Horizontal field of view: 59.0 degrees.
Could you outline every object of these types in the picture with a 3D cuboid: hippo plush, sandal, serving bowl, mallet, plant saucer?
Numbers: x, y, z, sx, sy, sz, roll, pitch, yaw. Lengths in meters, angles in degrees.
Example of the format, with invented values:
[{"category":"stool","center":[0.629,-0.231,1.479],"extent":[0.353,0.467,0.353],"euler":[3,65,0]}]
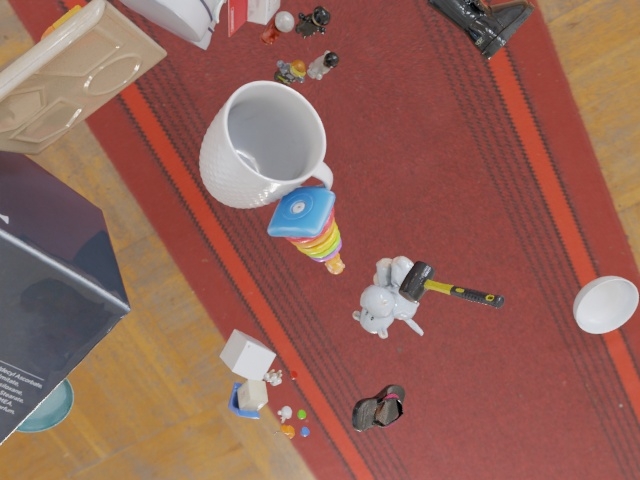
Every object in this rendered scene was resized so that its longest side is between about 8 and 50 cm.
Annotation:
[{"category":"hippo plush","center":[0.213,0.208,1.960],"extent":[0.237,0.234,0.294],"euler":[-24,133,-31]},{"category":"sandal","center":[0.110,0.287,0.954],"extent":[0.040,0.179,0.067],"euler":[1,87,31]},{"category":"serving bowl","center":[0.363,0.079,0.729],"extent":[0.083,0.027,0.083],"euler":[-4,118,-7]},{"category":"mallet","center":[0.180,0.078,0.809],"extent":[0.039,0.190,0.062],"euler":[41,83,-26]},{"category":"plant saucer","center":[-0.439,0.235,0.861],"extent":[0.119,0.021,0.119],"euler":[-5,109,-14]}]

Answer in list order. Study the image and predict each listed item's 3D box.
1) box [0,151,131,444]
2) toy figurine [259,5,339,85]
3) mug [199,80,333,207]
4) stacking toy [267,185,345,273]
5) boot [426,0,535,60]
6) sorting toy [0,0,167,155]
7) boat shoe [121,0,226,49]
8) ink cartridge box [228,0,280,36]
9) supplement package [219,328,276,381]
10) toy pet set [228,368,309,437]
[{"category":"box","center":[-0.471,0.099,0.710],"extent":[0.395,0.293,0.212],"euler":[-46,128,2]},{"category":"toy figurine","center":[-0.054,-0.585,1.705],"extent":[0.213,0.148,0.209],"euler":[-20,97,-32]},{"category":"mug","center":[-0.141,-0.208,1.531],"extent":[0.374,0.328,0.276],"euler":[22,65,-22]},{"category":"stacking toy","center":[0.000,0.000,1.617],"extent":[0.175,0.165,0.302],"euler":[1,143,31]},{"category":"boot","center":[0.366,-0.544,1.293],"extent":[0.207,0.246,0.094],"euler":[44,145,-3]},{"category":"sorting toy","center":[-0.257,-0.155,0.555],"extent":[0.193,0.208,0.038],"euler":[-36,97,4]},{"category":"boat shoe","center":[-0.174,-0.359,0.765],"extent":[0.136,0.367,0.156],"euler":[26,100,-9]},{"category":"ink cartridge box","center":[-0.166,-0.717,1.485],"extent":[0.066,0.261,0.296],"euler":[14,134,7]},{"category":"supplement package","center":[-0.231,0.360,1.770],"extent":[0.105,0.179,0.105],"euler":[32,81,-20]},{"category":"toy pet set","center":[-0.092,0.285,0.968],"extent":[0.114,0.122,0.065],"euler":[19,128,-32]}]
